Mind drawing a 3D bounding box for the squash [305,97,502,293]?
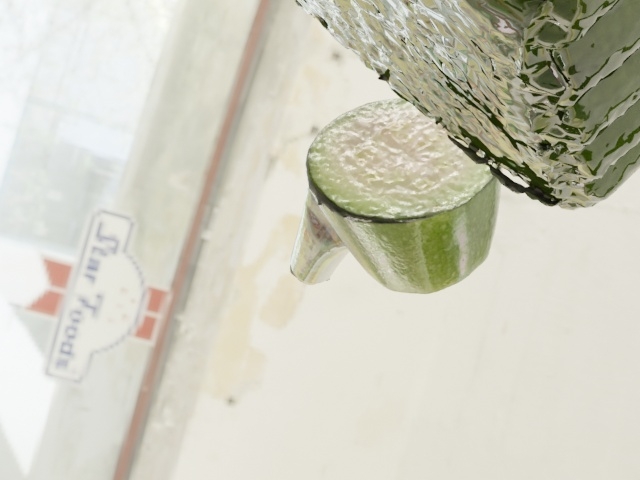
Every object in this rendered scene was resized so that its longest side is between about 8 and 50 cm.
[{"bbox_3d":[0.081,-0.039,1.184,0.170,0.170,0.123,-100,173,-47],"label":"squash"}]

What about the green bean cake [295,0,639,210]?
[{"bbox_3d":[0.084,-0.211,0.733,0.218,0.335,0.319,-43,161,-5],"label":"green bean cake"}]

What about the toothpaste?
[{"bbox_3d":[0.000,0.000,1.416,0.314,0.058,0.056,116,-17,-77],"label":"toothpaste"}]
